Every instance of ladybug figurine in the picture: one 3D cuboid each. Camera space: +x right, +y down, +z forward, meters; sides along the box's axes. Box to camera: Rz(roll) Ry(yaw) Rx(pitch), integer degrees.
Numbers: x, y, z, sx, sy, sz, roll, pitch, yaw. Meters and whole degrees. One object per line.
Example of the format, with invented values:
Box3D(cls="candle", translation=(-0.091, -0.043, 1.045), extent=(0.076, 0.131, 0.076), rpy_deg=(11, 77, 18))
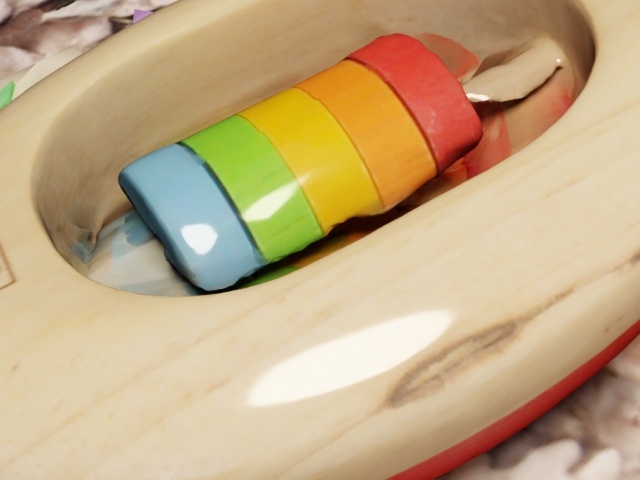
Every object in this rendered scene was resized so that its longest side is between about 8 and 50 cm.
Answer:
Box3D(cls="ladybug figurine", translation=(0.000, 0.000, 0.618), extent=(0.449, 0.162, 0.305), rpy_deg=(-26, 44, -11))

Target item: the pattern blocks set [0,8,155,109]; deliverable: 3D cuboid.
Box3D(cls="pattern blocks set", translation=(-0.200, -0.047, 0.823), extent=(0.325, 0.026, 0.285), rpy_deg=(-40, 48, -22))
